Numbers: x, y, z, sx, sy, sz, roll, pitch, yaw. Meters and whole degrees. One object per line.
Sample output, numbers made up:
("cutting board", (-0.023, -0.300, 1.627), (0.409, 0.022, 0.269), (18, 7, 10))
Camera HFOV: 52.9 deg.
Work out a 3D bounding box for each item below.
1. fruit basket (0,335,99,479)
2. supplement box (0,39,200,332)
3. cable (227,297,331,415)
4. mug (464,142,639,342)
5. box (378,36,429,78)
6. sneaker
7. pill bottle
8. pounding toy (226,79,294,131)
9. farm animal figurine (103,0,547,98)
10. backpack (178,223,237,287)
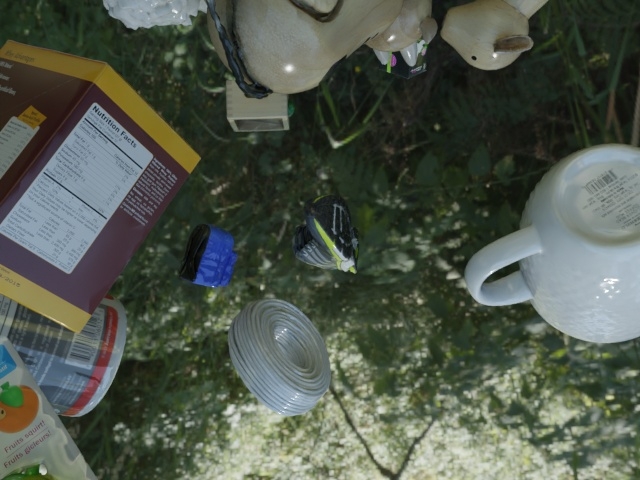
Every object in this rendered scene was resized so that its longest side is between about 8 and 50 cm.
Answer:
("fruit basket", (-0.403, 0.331, 0.694), (0.327, 0.353, 0.165), (-36, 168, -14))
("supplement box", (-0.254, -0.057, 0.584), (0.191, 0.194, 0.129), (22, 163, 38))
("cable", (-0.080, 0.243, 1.371), (0.089, 0.257, 0.257), (-40, 151, 22))
("mug", (0.420, 0.014, 1.060), (0.373, 0.276, 0.328), (-21, 153, 11))
("box", (0.132, -0.306, 1.004), (0.052, 0.062, 0.083), (-32, 136, -38))
("sneaker", (0.000, 0.000, 1.216), (0.121, 0.111, 0.300), (-3, 160, 10))
("pill bottle", (-0.508, 0.135, 0.990), (0.362, 0.210, 0.210), (25, 147, -34))
("pounding toy", (-0.101, -0.267, 1.222), (0.141, 0.100, 0.130), (-2, 177, -1))
("farm animal figurine", (0.050, -0.190, 0.453), (0.326, 0.172, 0.330), (-31, -144, -27))
("backpack", (-0.224, 0.029, 1.306), (0.101, 0.120, 0.098), (16, 176, -38))
